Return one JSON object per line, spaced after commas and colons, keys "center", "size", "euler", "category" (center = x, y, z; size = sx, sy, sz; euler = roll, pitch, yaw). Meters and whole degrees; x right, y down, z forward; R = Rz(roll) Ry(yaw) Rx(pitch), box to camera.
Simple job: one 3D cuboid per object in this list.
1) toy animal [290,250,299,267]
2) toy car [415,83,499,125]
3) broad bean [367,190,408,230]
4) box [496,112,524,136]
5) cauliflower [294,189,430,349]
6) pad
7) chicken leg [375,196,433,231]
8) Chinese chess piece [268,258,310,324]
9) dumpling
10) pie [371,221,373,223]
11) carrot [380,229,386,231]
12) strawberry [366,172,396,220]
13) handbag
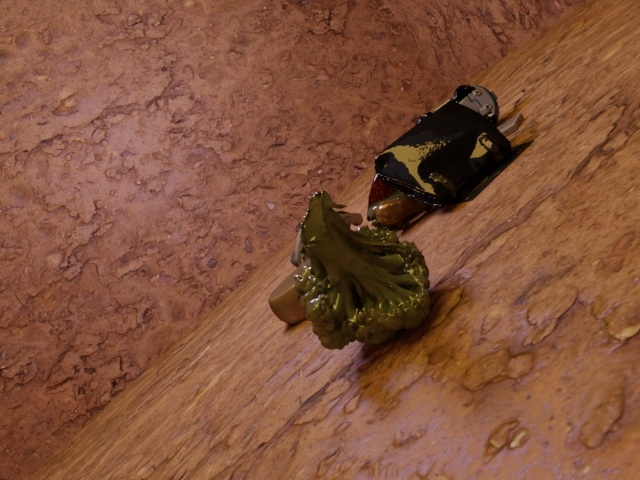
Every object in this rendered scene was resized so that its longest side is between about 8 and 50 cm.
{"center": [-0.099, 0.108, 2.234], "size": [0.253, 0.070, 0.079], "euler": [-84, 7, -61], "category": "toy animal"}
{"center": [0.504, -0.418, 1.870], "size": [0.314, 0.198, 0.166], "euler": [-36, -22, 20], "category": "toy car"}
{"center": [0.253, -0.115, 1.639], "size": [0.228, 0.100, 0.169], "euler": [-41, 15, -17], "category": "broad bean"}
{"center": [0.562, -0.338, 1.641], "size": [0.167, 0.024, 0.090], "euler": [-30, 13, 48], "category": "box"}
{"center": [0.049, 0.076, 0.970], "size": [0.327, 0.281, 0.261], "euler": [2, 74, 56], "category": "cauliflower"}
{"center": [0.447, -0.179, 1.394], "size": [0.245, 0.006, 0.170], "euler": [-43, 8, -10], "category": "pad"}
{"center": [0.263, -0.088, 1.510], "size": [0.207, 0.101, 0.085], "euler": [-17, 19, 17], "category": "chicken leg"}
{"center": [-0.039, 0.141, 1.585], "size": [0.273, 0.102, 0.273], "euler": [-39, 7, 6], "category": "Chinese chess piece"}
{"center": [0.000, 0.000, 1.851], "size": [0.318, 0.187, 0.243], "euler": [-45, 12, -9], "category": "dumpling"}
{"center": [0.218, -0.079, 1.872], "size": [0.085, 0.017, 0.085], "euler": [-37, 10, 8], "category": "pie"}
{"center": [0.162, 0.001, 1.581], "size": [0.072, 0.072, 0.205], "euler": [-46, 17, -31], "category": "carrot"}
{"center": [0.227, -0.177, 1.807], "size": [0.174, 0.097, 0.228], "euler": [60, -134, -80], "category": "strawberry"}
{"center": [0.353, -0.232, 1.448], "size": [0.342, 0.152, 0.288], "euler": [-38, 37, 0], "category": "handbag"}
